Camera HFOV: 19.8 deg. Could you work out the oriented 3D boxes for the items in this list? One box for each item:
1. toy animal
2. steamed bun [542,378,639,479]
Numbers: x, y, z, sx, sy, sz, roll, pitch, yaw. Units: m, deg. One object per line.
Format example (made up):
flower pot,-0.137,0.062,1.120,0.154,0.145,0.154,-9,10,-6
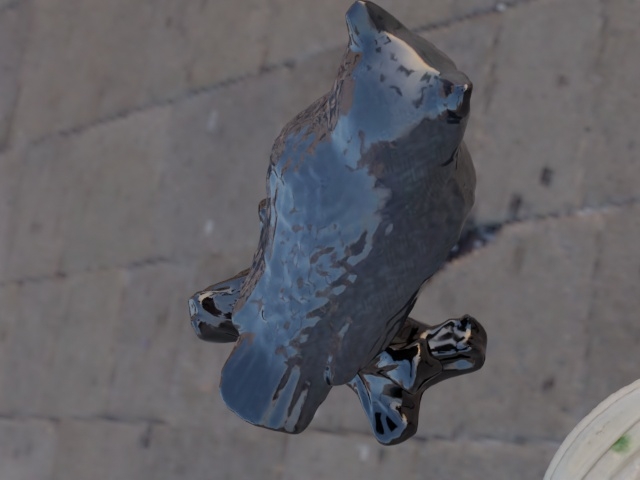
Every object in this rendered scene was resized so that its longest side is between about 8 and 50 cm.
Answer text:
toy animal,-0.001,-0.001,0.729,0.121,0.117,0.210,35,151,21
steamed bun,0.210,0.145,1.064,0.183,0.106,0.183,-26,33,18
